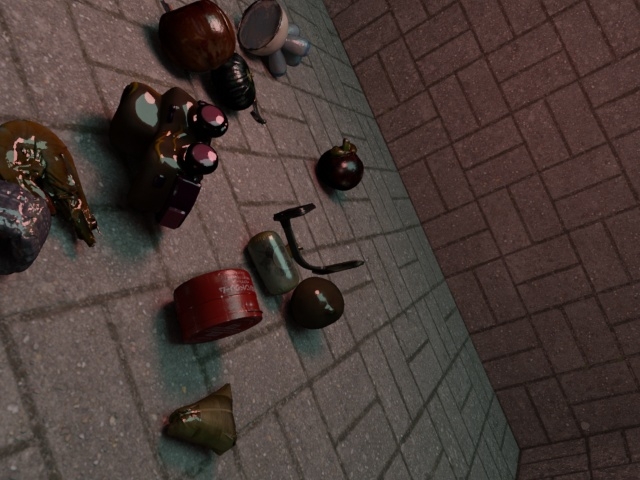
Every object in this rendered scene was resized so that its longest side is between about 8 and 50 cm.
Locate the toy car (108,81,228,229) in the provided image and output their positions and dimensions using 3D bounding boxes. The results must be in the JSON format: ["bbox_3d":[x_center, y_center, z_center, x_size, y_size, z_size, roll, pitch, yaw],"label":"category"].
[{"bbox_3d":[-0.382,-0.214,1.162,0.240,0.271,0.341,19,56,-25],"label":"toy car"}]

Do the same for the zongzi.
[{"bbox_3d":[-0.255,0.362,1.068,0.160,0.078,0.176,43,23,-37],"label":"zongzi"}]

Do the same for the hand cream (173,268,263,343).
[{"bbox_3d":[-0.240,0.155,1.140,0.193,0.193,0.126,9,57,-60],"label":"hand cream"}]

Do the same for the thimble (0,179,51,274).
[{"bbox_3d":[-0.530,-0.020,0.802,0.150,0.150,0.098,42,31,-39],"label":"thimble"}]

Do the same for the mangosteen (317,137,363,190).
[{"bbox_3d":[0.097,-0.331,2.171,0.216,0.216,0.216,43,33,-38],"label":"mangosteen"}]

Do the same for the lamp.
[{"bbox_3d":[-0.001,0.005,1.506,0.283,0.203,0.124,64,31,-21],"label":"lamp"}]

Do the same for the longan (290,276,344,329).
[{"bbox_3d":[-0.014,0.199,1.553,0.189,0.189,0.189,43,33,-38],"label":"longan"}]

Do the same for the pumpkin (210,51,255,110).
[{"bbox_3d":[-0.298,-0.555,1.698,0.202,0.140,0.202,-19,90,-83],"label":"pumpkin"}]

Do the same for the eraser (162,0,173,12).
[{"bbox_3d":[-0.506,-0.771,1.653,0.099,0.019,0.027,62,26,-4],"label":"eraser"}]

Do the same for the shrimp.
[{"bbox_3d":[-0.538,-0.109,0.959,0.287,0.062,0.152,62,28,1],"label":"shrimp"}]

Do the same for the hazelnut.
[{"bbox_3d":[-0.389,-0.640,1.550,0.218,0.233,0.218,53,-16,22],"label":"hazelnut"}]

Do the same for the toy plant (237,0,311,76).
[{"bbox_3d":[-0.178,-0.858,2.123,0.332,0.247,0.247,17,53,-60],"label":"toy plant"}]

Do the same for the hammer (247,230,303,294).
[{"bbox_3d":[-0.119,0.052,1.581,0.202,0.113,0.305,67,17,-3],"label":"hammer"}]

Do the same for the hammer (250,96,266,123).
[{"bbox_3d":[-0.262,-0.553,1.914,0.078,0.021,0.201,15,54,-58],"label":"hammer"}]
